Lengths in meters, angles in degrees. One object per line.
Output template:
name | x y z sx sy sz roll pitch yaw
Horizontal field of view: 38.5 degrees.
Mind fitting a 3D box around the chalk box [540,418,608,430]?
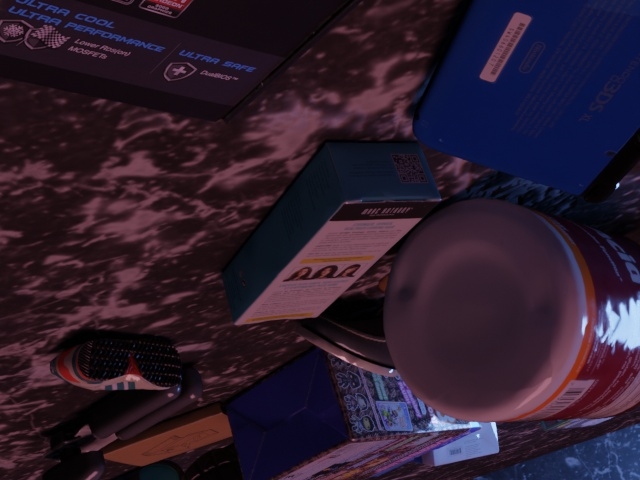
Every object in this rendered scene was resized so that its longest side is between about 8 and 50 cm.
chalk box | 0.472 0.269 1.707 0.213 0.132 0.132 8 147 -44

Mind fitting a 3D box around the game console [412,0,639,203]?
game console | 0.233 -0.174 0.672 0.250 0.173 0.293 18 150 -3

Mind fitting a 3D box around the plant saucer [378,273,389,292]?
plant saucer | 0.111 0.049 1.099 0.083 0.015 0.083 -15 157 -7

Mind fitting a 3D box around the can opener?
can opener | -0.261 0.250 1.203 0.280 0.093 0.074 -37 150 28

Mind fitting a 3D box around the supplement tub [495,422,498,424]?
supplement tub | 0.269 0.313 1.691 0.106 0.106 0.198 -9 156 -20

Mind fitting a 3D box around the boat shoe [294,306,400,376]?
boat shoe | 0.096 0.117 1.181 0.319 0.116 0.099 18 96 -44

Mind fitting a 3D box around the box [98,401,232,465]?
box | -0.221 0.307 1.436 0.201 0.021 0.164 -21 157 6

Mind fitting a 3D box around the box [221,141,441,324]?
box | 0.000 0.000 0.852 0.101 0.060 0.244 -3 153 -32

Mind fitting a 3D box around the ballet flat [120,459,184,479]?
ballet flat | -0.298 0.427 1.593 0.203 0.074 0.074 -28 155 26

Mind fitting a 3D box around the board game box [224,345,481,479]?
board game box | 0.049 0.263 1.373 0.291 0.141 0.232 8 146 -45

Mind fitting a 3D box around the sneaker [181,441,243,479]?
sneaker | -0.106 0.370 1.533 0.267 0.101 0.106 -27 168 -3

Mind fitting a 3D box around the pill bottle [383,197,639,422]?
pill bottle | 0.270 0.089 1.038 0.224 0.224 0.392 -33 153 32

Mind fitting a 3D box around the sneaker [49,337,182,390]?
sneaker | -0.229 0.140 1.029 0.075 0.057 0.161 -12 164 33

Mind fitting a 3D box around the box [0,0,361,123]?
box | -0.074 -0.177 0.393 0.295 0.073 0.293 7 148 -46

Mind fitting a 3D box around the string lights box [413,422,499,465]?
string lights box | 0.173 0.334 1.594 0.133 0.076 0.260 -4 175 -29
